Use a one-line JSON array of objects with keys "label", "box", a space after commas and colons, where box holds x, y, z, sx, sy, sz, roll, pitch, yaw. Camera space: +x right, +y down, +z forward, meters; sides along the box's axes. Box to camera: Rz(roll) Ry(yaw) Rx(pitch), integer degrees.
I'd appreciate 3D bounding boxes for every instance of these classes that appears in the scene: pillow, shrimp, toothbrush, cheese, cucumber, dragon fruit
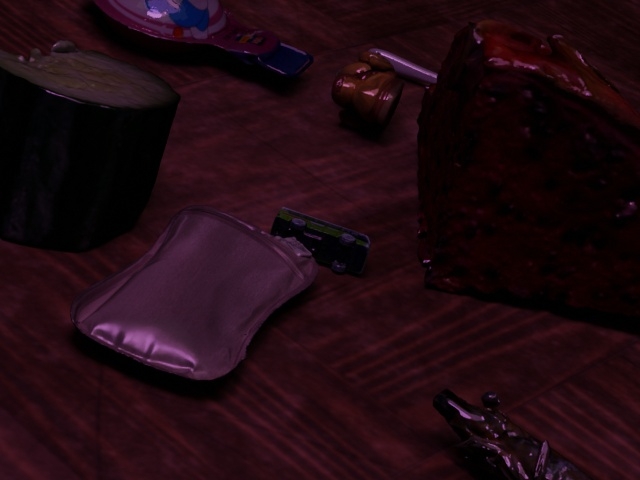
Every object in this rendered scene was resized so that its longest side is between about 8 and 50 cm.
[{"label": "pillow", "box": [-0.090, 0.037, 1.222, 0.131, 0.038, 0.232, 26, 31, 9]}, {"label": "shrimp", "box": [0.129, 0.183, 1.085, 0.150, 0.051, 0.217, -19, 49, -36]}, {"label": "toothbrush", "box": [0.171, -0.151, 1.690, 0.263, 0.022, 0.026, 21, 18, 7]}, {"label": "cheese", "box": [-0.125, -0.220, 1.609, 0.244, 0.062, 0.155, 23, 28, 9]}, {"label": "cucumber", "box": [-0.205, -0.089, 1.290, 0.191, 0.130, 0.191, 17, 27, -9]}, {"label": "dragon fruit", "box": [0.151, -0.073, 1.426, 0.240, 0.302, 0.330, -28, 26, -10]}]

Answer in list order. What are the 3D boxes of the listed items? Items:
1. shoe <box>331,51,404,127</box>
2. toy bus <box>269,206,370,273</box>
[{"label": "shoe", "box": [0.046, -0.148, 1.566, 0.069, 0.072, 0.109, 21, 30, -3]}, {"label": "toy bus", "box": [0.000, 0.000, 1.339, 0.083, 0.031, 0.037, 18, 20, 2]}]
